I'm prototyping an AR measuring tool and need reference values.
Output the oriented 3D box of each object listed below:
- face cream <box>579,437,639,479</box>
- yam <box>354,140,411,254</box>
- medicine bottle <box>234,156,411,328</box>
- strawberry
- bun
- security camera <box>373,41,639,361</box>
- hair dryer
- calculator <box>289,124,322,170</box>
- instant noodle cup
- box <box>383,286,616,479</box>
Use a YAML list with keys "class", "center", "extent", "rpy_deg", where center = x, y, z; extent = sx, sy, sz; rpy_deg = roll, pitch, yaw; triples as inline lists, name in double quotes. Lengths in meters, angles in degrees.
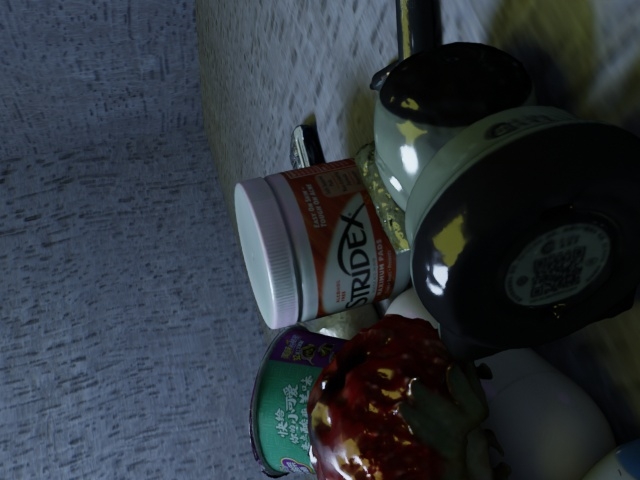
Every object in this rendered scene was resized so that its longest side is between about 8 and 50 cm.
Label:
- class: "face cream"
  center: [0.240, 0.271, 0.446]
  extent: [0.083, 0.149, 0.264]
  rpy_deg: [-89, 14, -70]
- class: "yam"
  center: [0.112, -0.061, 0.801]
  extent: [0.078, 0.078, 0.179]
  rpy_deg: [109, 142, -64]
- class: "medicine bottle"
  center: [0.000, 0.000, 0.938]
  extent: [0.252, 0.240, 0.253]
  rpy_deg: [166, 90, -76]
- class: "strawberry"
  center: [0.054, 0.200, 0.555]
  extent: [0.280, 0.150, 0.254]
  rpy_deg: [174, 96, -70]
- class: "bun"
  center: [0.024, 0.191, 1.174]
  extent: [0.273, 0.168, 0.273]
  rpy_deg: [168, 90, -67]
- class: "security camera"
  center: [0.143, -0.063, 0.496]
  extent: [0.277, 0.197, 0.191]
  rpy_deg: [-108, 1, -50]
- class: "hair dryer"
  center: [0.100, -0.245, 0.749]
  extent: [0.195, 0.050, 0.173]
  rpy_deg: [-130, 33, -66]
- class: "calculator"
  center: [-0.038, -0.169, 1.316]
  extent: [0.268, 0.040, 0.177]
  rpy_deg: [150, 106, -75]
- class: "instant noodle cup"
  center: [0.031, 0.267, 0.892]
  extent: [0.251, 0.190, 0.251]
  rpy_deg: [1, -90, -65]
- class: "box"
  center: [0.184, 0.229, 0.657]
  extent: [0.349, 0.141, 0.289]
  rpy_deg: [-133, 35, -62]
